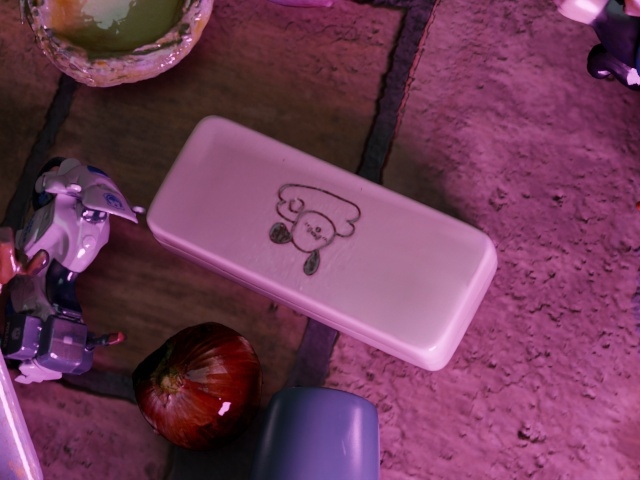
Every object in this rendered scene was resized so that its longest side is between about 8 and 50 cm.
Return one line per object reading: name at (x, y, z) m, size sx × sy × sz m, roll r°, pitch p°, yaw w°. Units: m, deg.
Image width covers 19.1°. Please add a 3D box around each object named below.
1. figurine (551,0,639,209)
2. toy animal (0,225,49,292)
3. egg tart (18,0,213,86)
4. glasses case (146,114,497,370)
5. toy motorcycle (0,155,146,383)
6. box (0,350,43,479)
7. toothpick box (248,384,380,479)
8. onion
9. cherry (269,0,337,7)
figurine at (0.383, -0.142, 1.597) m, size 0.306 × 0.241 × 0.411 m, roll -22°, pitch 104°, yaw 22°
toy animal at (-0.392, 0.003, 1.779) m, size 0.312 × 0.157 × 0.097 m, roll 37°, pitch 43°, yaw 27°
egg tart at (-0.192, -0.236, 1.862) m, size 0.197 × 0.078 × 0.197 m, roll -2°, pitch 82°, yaw 15°
glasses case at (0.000, 0.000, 1.747) m, size 0.313 × 0.070 × 0.131 m, roll 25°, pitch 76°, yaw 19°
toy motorcycle at (-0.238, 0.022, 1.764) m, size 0.150 × 0.102 × 0.221 m, roll -7°, pitch 70°, yaw 46°
box at (-0.353, 0.120, 1.699) m, size 0.142 × 0.044 × 0.285 m, roll -13°, pitch 110°, yaw 5°
toothpick box at (-0.006, 0.221, 1.641) m, size 0.120 × 0.120 × 0.184 m, roll 3°, pitch 67°, yaw 12°
onion at (-0.104, 0.135, 1.702) m, size 0.118 × 0.119 × 0.117 m, roll 47°, pitch 117°, yaw 22°
cherry at (-0.029, -0.347, 1.822) m, size 0.213 × 0.183 × 0.266 m, roll -14°, pitch 80°, yaw 21°
